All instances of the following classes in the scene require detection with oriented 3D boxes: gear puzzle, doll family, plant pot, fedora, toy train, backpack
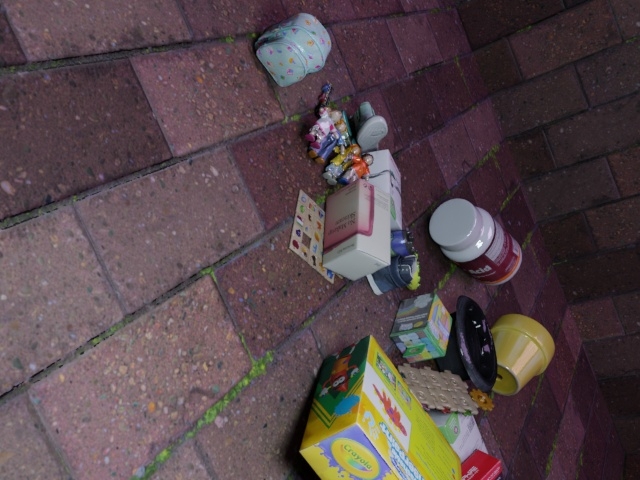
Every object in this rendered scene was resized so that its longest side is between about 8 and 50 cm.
[{"bbox_3d":[0.386,0.470,2.045,0.339,0.044,0.175,14,31,-25],"label":"gear puzzle"},{"bbox_3d":[0.046,-0.274,1.974,0.263,0.118,0.163,51,60,-22],"label":"doll family"},{"bbox_3d":[0.720,0.446,2.530,0.239,0.254,0.254,-42,111,-38],"label":"plant pot"},{"bbox_3d":[0.474,0.358,2.260,0.334,0.153,0.334,36,43,-43],"label":"fedora"},{"bbox_3d":[0.010,-0.437,2.075,0.036,0.027,0.158,39,44,-25],"label":"toy train"},{"bbox_3d":[-0.071,-0.526,1.845,0.166,0.188,0.144,52,38,-29],"label":"backpack"}]

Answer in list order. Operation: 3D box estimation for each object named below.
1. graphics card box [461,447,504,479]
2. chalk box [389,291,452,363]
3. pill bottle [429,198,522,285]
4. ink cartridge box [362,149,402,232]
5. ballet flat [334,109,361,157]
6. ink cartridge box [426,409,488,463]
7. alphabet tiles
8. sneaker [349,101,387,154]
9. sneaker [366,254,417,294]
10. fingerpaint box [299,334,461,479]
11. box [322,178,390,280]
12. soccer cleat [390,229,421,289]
[{"bbox_3d":[0.438,0.816,1.905,0.233,0.094,0.370,-29,116,-33],"label":"graphics card box"},{"bbox_3d":[0.311,0.288,2.076,0.132,0.132,0.213,54,38,-25],"label":"chalk box"},{"bbox_3d":[0.587,0.007,2.536,0.392,0.224,0.224,33,49,-45],"label":"pill bottle"},{"bbox_3d":[0.195,-0.155,2.122,0.160,0.093,0.219,52,35,-55],"label":"ink cartridge box"},{"bbox_3d":[0.076,-0.310,2.077,0.070,0.070,0.188,-36,109,-56],"label":"ballet flat"},{"bbox_3d":[0.419,0.649,2.077,0.198,0.115,0.272,-32,102,-56],"label":"ink cartridge box"},{"bbox_3d":[0.000,0.000,1.865,0.237,0.009,0.198,42,43,-38],"label":"alphabet tiles"},{"bbox_3d":[0.144,-0.378,2.106,0.256,0.094,0.151,107,-28,-78],"label":"sneaker"},{"bbox_3d":[0.193,0.048,1.988,0.226,0.163,0.086,58,37,-18],"label":"sneaker"},{"bbox_3d":[0.161,0.515,1.598,0.444,0.163,0.371,54,20,-14],"label":"fingerpaint box"},{"bbox_3d":[0.101,-0.029,1.868,0.127,0.149,0.232,26,53,-33],"label":"box"},{"bbox_3d":[0.254,0.064,2.137,0.289,0.121,0.093,65,19,-51],"label":"soccer cleat"}]
